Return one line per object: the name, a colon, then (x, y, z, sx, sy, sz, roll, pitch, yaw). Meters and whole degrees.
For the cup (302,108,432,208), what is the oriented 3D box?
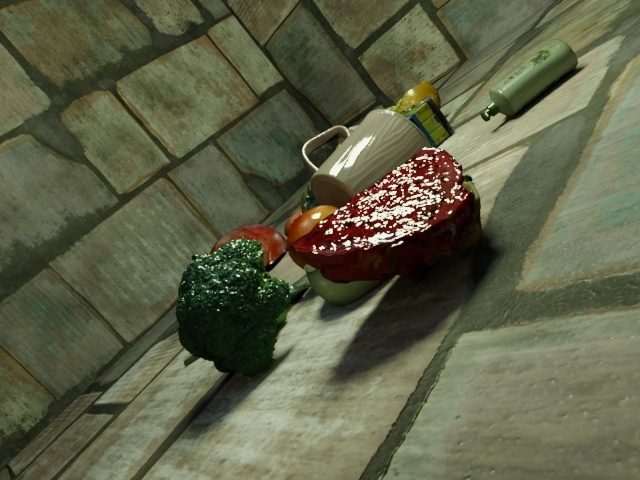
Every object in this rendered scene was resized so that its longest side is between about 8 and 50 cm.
cup: (0.109, -0.200, 1.338, 0.273, 0.288, 0.208, -47, 4, -22)

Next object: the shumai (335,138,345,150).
shumai: (0.181, -0.298, 1.970, 0.184, 0.218, 0.185, -40, 48, 22)

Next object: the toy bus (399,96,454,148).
toy bus: (0.294, -0.349, 1.692, 0.175, 0.138, 0.287, -40, 11, -3)

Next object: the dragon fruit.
dragon fruit: (0.141, 0.002, 0.797, 0.317, 0.152, 0.205, -35, 28, -19)

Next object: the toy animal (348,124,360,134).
toy animal: (0.137, -0.259, 1.652, 0.195, 0.213, 0.256, -18, 15, -5)

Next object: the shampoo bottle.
shampoo bottle: (0.484, -0.370, 1.241, 0.234, 0.087, 0.118, -38, 12, 11)

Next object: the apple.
apple: (0.000, 0.000, 1.206, 0.139, 0.163, 0.163, -21, 20, 39)

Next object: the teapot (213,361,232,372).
teapot: (-0.184, 0.247, 1.114, 0.057, 0.066, 0.088, -10, 2, 31)

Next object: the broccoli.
broccoli: (-0.155, 0.146, 1.050, 0.254, 0.269, 0.269, -26, 15, 22)

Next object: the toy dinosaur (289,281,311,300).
toy dinosaur: (-0.065, 0.123, 1.260, 0.187, 0.044, 0.106, -34, -4, 35)

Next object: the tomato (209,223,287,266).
tomato: (-0.278, 0.038, 1.917, 0.335, 0.176, 0.289, -32, 10, -16)

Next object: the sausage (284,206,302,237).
sausage: (-0.019, -0.095, 1.818, 0.259, 0.113, 0.113, -42, 10, -15)

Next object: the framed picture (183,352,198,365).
framed picture: (-0.279, 0.242, 1.561, 0.211, 0.020, 0.289, -34, 12, 28)

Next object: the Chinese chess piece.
Chinese chess piece: (0.072, 0.027, 1.019, 0.238, 0.092, 0.238, -40, 10, 9)

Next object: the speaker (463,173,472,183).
speaker: (0.258, -0.115, 1.039, 0.094, 0.060, 0.075, -45, 12, -26)

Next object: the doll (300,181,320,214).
doll: (0.020, -0.103, 1.548, 0.261, 0.161, 0.177, -99, 20, -77)

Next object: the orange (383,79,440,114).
orange: (0.338, -0.465, 1.924, 0.237, 0.158, 0.179, -31, -25, 35)
